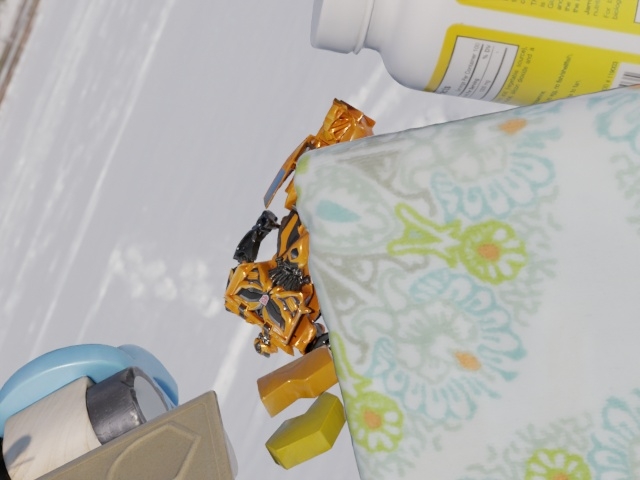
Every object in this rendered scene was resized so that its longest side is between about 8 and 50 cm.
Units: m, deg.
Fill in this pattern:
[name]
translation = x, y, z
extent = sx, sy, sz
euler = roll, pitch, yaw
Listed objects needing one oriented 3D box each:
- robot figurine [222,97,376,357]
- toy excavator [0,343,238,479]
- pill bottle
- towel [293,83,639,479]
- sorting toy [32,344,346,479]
[robot figurine]
translation = 0.000, 0.000, 1.295
extent = 0.211, 0.085, 0.291
euler = 34, 95, 33
[toy excavator]
translation = -0.218, 0.250, 1.439
extent = 0.222, 0.433, 0.445
euler = -29, 30, 7
[pill bottle]
translation = 0.166, -0.215, 1.041
extent = 0.188, 0.334, 0.187
euler = -171, 90, -84
[towel]
translation = 0.168, 0.097, 0.751
extent = 0.090, 0.321, 0.374
euler = -32, -69, -68
[sorting toy]
translation = -0.111, 0.192, 0.836
extent = 0.307, 0.041, 0.229
euler = -27, 24, 1
